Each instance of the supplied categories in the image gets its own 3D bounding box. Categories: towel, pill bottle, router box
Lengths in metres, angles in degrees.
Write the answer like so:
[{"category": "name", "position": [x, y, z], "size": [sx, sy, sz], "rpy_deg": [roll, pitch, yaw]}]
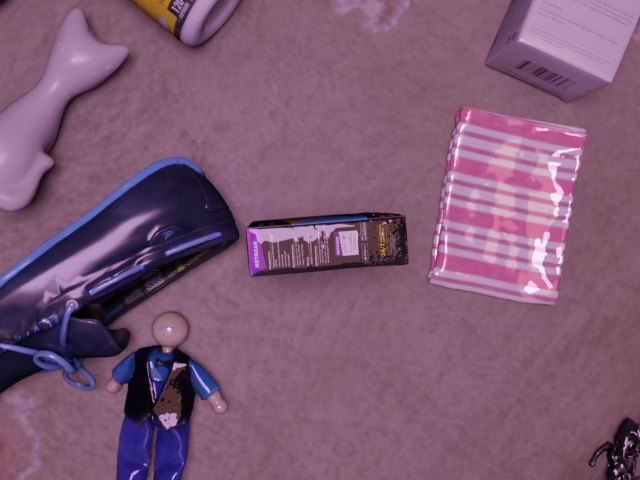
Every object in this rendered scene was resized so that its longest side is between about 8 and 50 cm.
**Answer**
[{"category": "towel", "position": [0.200, -0.035, 0.738], "size": [0.144, 0.029, 0.197], "rpy_deg": [10, 90, -4]}, {"category": "pill bottle", "position": [-0.166, -0.284, 0.667], "size": [0.184, 0.103, 0.103], "rpy_deg": [38, 88, -4]}, {"category": "router box", "position": [0.000, 0.000, 0.647], "size": [0.133, 0.179, 0.046], "rpy_deg": [-5, 93, -4]}]

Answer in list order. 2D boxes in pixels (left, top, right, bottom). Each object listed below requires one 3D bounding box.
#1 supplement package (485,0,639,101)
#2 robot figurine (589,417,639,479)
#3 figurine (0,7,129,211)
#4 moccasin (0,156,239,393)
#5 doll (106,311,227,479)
[{"category": "supplement package", "position": [0.261, -0.251, 0.701], "size": [0.105, 0.105, 0.179], "rpy_deg": [23, 89, -4]}, {"category": "robot figurine", "position": [0.358, 0.316, 0.716], "size": [0.291, 0.085, 0.211], "rpy_deg": [-44, 83, -6]}, {"category": "figurine", "position": [-0.322, -0.164, 0.670], "size": [0.215, 0.092, 0.209], "rpy_deg": [34, 84, -5]}, {"category": "moccasin", "position": [-0.226, 0.063, 0.648], "size": [0.342, 0.138, 0.117], "rpy_deg": [-42, 84, -2]}, {"category": "doll", "position": [-0.160, 0.167, 0.703], "size": [0.129, 0.046, 0.188], "rpy_deg": [5, 84, 5]}]
